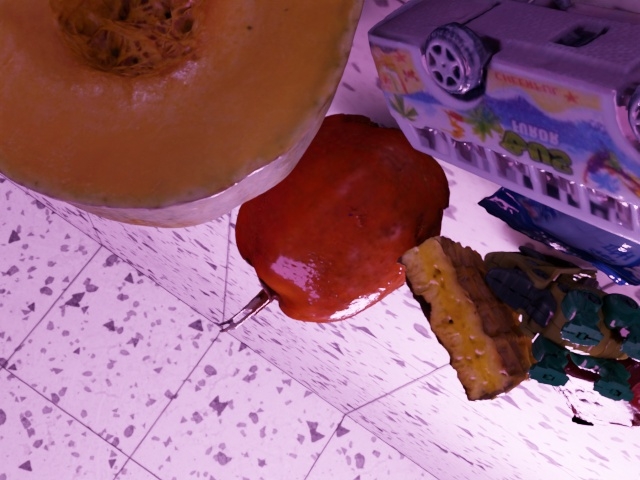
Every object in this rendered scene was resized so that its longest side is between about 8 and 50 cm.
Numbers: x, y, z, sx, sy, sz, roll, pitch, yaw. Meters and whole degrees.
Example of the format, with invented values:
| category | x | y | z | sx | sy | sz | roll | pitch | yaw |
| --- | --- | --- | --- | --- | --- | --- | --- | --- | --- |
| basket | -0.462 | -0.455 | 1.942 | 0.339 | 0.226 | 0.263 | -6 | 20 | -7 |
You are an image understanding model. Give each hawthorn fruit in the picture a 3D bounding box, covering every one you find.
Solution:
| category | x | y | z | sx | sy | sz | roll | pitch | yaw |
| --- | --- | --- | --- | --- | --- | --- | --- | --- | --- |
| hawthorn fruit | 0.000 | 0.000 | 0.841 | 0.211 | 0.299 | 0.211 | 43 | 177 | 3 |

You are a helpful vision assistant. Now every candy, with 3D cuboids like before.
| category | x | y | z | sx | sy | sz | roll | pitch | yaw |
| --- | --- | --- | --- | --- | --- | --- | --- | --- | --- |
| candy | 0.278 | -0.028 | 0.627 | 0.187 | 0.077 | 0.331 | 31 | 164 | -6 |

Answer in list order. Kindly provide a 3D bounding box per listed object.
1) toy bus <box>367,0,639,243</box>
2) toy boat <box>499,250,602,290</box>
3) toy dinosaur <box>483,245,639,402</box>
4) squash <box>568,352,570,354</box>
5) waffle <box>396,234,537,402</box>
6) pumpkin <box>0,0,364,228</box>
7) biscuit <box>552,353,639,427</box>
| category | x | y | z | sx | sy | sz | roll | pitch | yaw |
| --- | --- | --- | --- | --- | --- | --- | --- | --- | --- |
| toy bus | 0.178 | -0.084 | 0.504 | 0.329 | 0.109 | 0.136 | 32 | 149 | 45 |
| toy boat | 0.253 | 0.052 | 0.876 | 0.140 | 0.059 | 0.066 | 19 | 140 | 44 |
| toy dinosaur | 0.283 | 0.089 | 0.751 | 0.259 | 0.153 | 0.094 | 21 | 123 | -5 |
| squash | 0.348 | 0.171 | 1.020 | 0.052 | 0.052 | 0.183 | 17 | 153 | 43 |
| waffle | 0.169 | 0.082 | 0.795 | 0.211 | 0.055 | 0.161 | 14 | -133 | -63 |
| pumpkin | -0.121 | -0.167 | 0.634 | 0.332 | 0.332 | 0.199 | 32 | 174 | 10 |
| biscuit | 0.359 | 0.174 | 0.909 | 0.235 | 0.063 | 0.151 | -7 | 130 | 45 |
